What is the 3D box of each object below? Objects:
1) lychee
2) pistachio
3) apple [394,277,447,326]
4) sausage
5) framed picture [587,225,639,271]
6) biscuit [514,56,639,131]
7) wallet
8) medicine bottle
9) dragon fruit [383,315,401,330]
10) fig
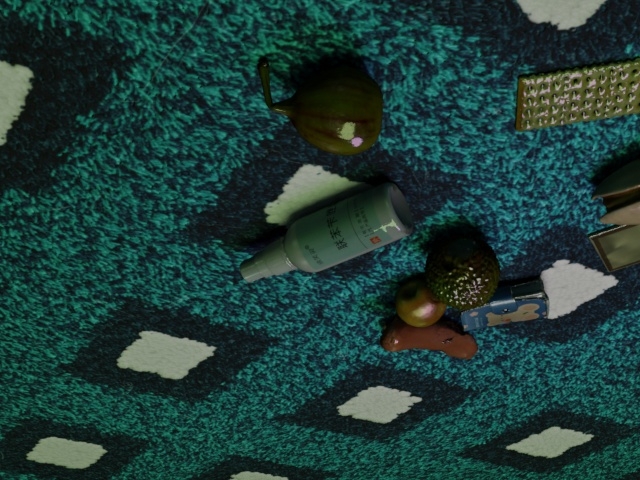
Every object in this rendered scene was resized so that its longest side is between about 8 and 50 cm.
[{"bbox_3d":[0.292,0.070,1.861,0.171,0.171,0.171,-4,145,-2],"label":"lychee"},{"bbox_3d":[0.614,-0.095,1.694,0.223,0.126,0.152,-22,178,24],"label":"pistachio"},{"bbox_3d":[0.218,0.134,1.992,0.114,0.099,0.102,-26,138,32],"label":"apple"},{"bbox_3d":[0.256,0.223,2.109,0.326,0.087,0.079,11,178,-44],"label":"sausage"},{"bbox_3d":[0.695,-0.007,1.927,0.231,0.010,0.173,-20,143,20],"label":"framed picture"},{"bbox_3d":[0.447,-0.244,1.549,0.231,0.016,0.139,-8,144,4],"label":"biscuit"},{"bbox_3d":[0.413,0.148,2.074,0.202,0.059,0.141,-10,152,10],"label":"wallet"},{"bbox_3d":[0.000,0.000,1.758,0.351,0.110,0.110,-22,142,23],"label":"medicine bottle"},{"bbox_3d":[0.178,0.215,2.142,0.060,0.056,0.083,-25,137,23],"label":"dragon fruit"},{"bbox_3d":[0.009,-0.203,1.436,0.186,0.142,0.148,-9,120,-17],"label":"fig"}]
